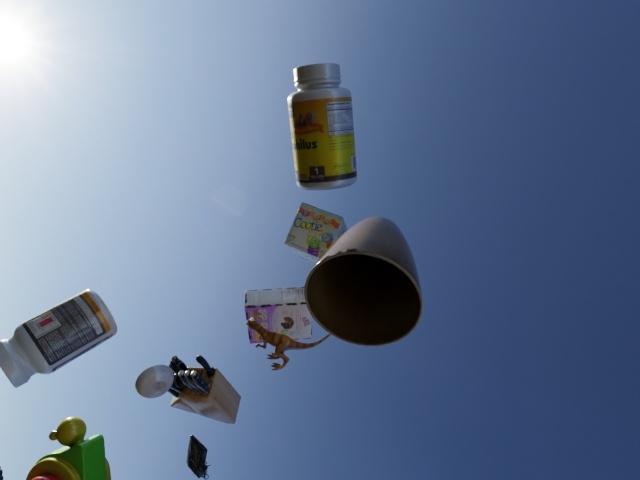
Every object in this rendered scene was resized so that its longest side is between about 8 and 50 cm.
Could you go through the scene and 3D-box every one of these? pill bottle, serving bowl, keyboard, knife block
[{"bbox_3d":[0.003,-0.206,0.807,0.117,0.117,0.215,9,-70,46],"label":"pill bottle"},{"bbox_3d":[-0.362,0.316,0.966,0.027,0.083,0.084,35,-62,47],"label":"serving bowl"},{"bbox_3d":[-0.395,0.701,1.386,0.100,0.038,0.192,32,-50,20],"label":"keyboard"},{"bbox_3d":[-0.732,0.268,1.216,0.162,0.278,0.162,29,-44,33],"label":"pill bottle"},{"bbox_3d":[-0.316,0.419,1.242,0.242,0.275,0.088,-41,-150,43],"label":"knife block"}]

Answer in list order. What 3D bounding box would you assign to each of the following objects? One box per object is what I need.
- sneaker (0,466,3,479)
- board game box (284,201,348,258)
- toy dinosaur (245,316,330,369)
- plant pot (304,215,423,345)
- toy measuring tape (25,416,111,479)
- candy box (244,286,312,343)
[{"bbox_3d":[-0.829,0.530,0.948,0.343,0.146,0.134,-12,-109,35],"label":"sneaker"},{"bbox_3d":[0.000,0.000,1.430,0.144,0.275,0.142,21,-98,13],"label":"board game box"},{"bbox_3d":[-0.085,0.245,1.033,0.211,0.064,0.112,16,-71,2],"label":"toy dinosaur"},{"bbox_3d":[0.111,0.059,0.968,0.237,0.254,0.237,7,-58,12],"label":"plant pot"},{"bbox_3d":[-0.379,0.436,0.663,0.121,0.121,0.331,-10,-95,46],"label":"toy measuring tape"},{"bbox_3d":[-0.123,0.225,1.319,0.070,0.196,0.165,-100,-171,-51],"label":"candy box"}]
